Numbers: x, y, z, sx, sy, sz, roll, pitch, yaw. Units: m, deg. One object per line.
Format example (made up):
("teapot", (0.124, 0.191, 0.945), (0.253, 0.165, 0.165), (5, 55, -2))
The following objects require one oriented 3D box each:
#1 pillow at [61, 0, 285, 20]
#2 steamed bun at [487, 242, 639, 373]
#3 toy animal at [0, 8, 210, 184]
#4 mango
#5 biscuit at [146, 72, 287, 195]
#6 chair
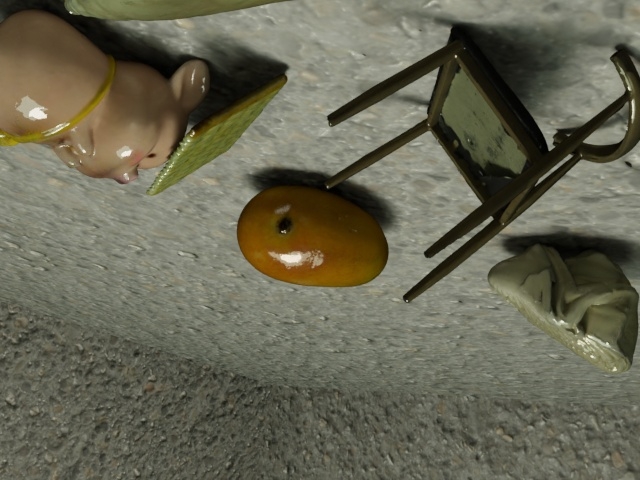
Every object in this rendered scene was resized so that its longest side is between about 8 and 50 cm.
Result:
("pillow", (-0.012, -0.197, 0.502), (0.302, 0.075, 0.185), (-13, 175, -24))
("steamed bun", (0.378, 0.078, 1.195), (0.211, 0.144, 0.218), (37, 180, -40))
("toy animal", (-0.258, -0.148, 0.846), (0.248, 0.149, 0.165), (16, 171, -40))
("mango", (0.002, 0.000, 1.170), (0.254, 0.139, 0.175), (13, 176, -35))
("biscuit", (-0.121, -0.115, 0.913), (0.016, 0.139, 0.231), (55, 154, -2))
("chair", (0.154, -0.094, 0.775), (0.272, 0.166, 0.188), (-31, 165, -11))
